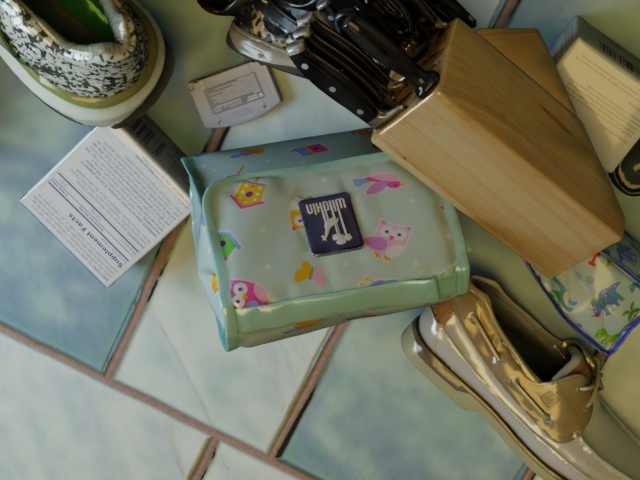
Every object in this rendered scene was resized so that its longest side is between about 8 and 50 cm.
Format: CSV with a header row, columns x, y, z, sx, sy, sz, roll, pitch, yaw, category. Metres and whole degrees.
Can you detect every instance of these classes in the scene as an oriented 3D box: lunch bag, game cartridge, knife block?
x,y,z,sx,sy,sz,roll,pitch,yaw,category
0.000,0.000,1.318,0.223,0.262,0.160,-9,110,-8,lunch bag
-0.082,-0.142,1.440,0.083,0.017,0.056,-17,104,16,game cartridge
0.104,-0.096,1.211,0.088,0.242,0.275,-34,72,44,knife block
0.240,0.014,1.383,0.151,0.129,0.096,38,108,-4,lunch bag

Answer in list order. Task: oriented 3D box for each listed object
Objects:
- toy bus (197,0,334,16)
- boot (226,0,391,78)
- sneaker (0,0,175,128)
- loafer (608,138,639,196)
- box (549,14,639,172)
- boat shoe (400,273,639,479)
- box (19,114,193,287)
x,y,z,sx,sy,sz,roll,pitch,yaw,category
-0.076,-0.309,1.263,0.220,0.149,0.211,1,87,37,toy bus
0.038,-0.228,1.342,0.236,0.085,0.178,18,112,12,boot
-0.302,-0.268,1.315,0.410,0.182,0.158,34,78,-5,sneaker
0.353,-0.117,1.340,0.223,0.078,0.076,-40,99,21,loafer
0.247,-0.134,1.339,0.101,0.102,0.087,34,111,-5,box
0.226,0.152,1.448,0.302,0.113,0.103,36,118,-4,boat shoe
-0.201,-0.047,1.467,0.137,0.072,0.126,-40,100,20,box
